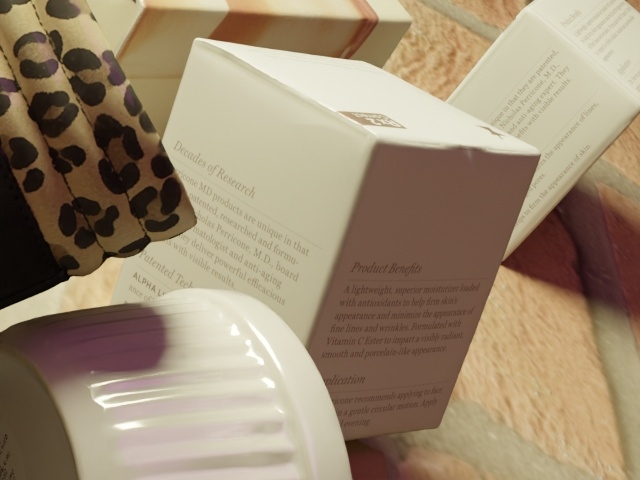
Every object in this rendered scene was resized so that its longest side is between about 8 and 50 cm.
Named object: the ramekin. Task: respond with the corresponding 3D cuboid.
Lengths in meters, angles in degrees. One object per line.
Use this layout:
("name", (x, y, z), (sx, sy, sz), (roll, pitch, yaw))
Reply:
("ramekin", (-0.086, 0.124, 0.715), (0.109, 0.207, 0.207), (1, 44, -34))

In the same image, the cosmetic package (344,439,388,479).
("cosmetic package", (0.009, 0.159, 0.932), (0.060, 0.041, 0.115), (23, 31, -25))

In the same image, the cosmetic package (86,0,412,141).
("cosmetic package", (-0.091, -0.159, 1.195), (0.153, 0.129, 0.296), (49, 29, 22))

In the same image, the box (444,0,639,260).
("box", (0.178, -0.106, 1.372), (0.119, 0.182, 0.181), (42, 29, 3))

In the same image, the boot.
("boot", (-0.245, -0.076, 0.721), (0.377, 0.284, 0.138), (59, -6, 29))

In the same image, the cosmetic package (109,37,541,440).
("cosmetic package", (0.000, 0.000, 0.965), (0.151, 0.183, 0.151), (31, 19, 37))
